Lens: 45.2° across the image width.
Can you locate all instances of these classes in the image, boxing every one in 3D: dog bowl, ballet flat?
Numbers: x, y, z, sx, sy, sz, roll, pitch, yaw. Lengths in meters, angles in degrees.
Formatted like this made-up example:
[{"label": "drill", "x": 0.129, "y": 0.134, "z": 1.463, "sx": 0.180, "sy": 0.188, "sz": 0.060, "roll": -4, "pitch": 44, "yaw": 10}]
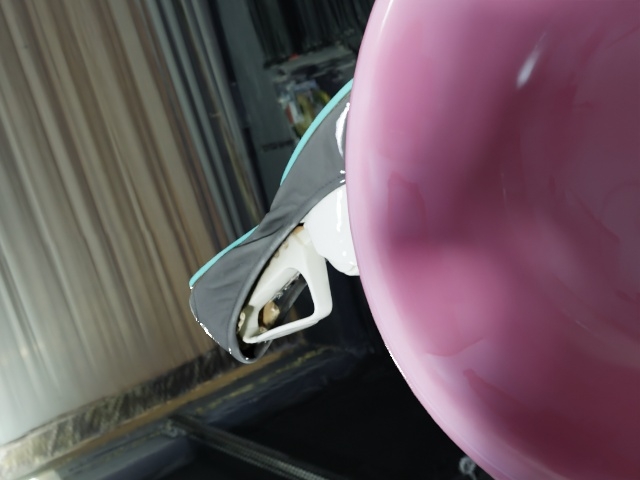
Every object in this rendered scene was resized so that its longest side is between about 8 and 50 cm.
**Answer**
[{"label": "dog bowl", "x": 0.173, "y": -0.049, "z": 0.337, "sx": 0.150, "sy": 0.407, "sz": 0.408, "roll": 6, "pitch": 174, "yaw": -38}, {"label": "ballet flat", "x": 0.000, "y": 0.000, "z": 0.563, "sx": 0.095, "sy": 0.096, "sz": 0.280, "roll": -7, "pitch": 149, "yaw": -43}]
